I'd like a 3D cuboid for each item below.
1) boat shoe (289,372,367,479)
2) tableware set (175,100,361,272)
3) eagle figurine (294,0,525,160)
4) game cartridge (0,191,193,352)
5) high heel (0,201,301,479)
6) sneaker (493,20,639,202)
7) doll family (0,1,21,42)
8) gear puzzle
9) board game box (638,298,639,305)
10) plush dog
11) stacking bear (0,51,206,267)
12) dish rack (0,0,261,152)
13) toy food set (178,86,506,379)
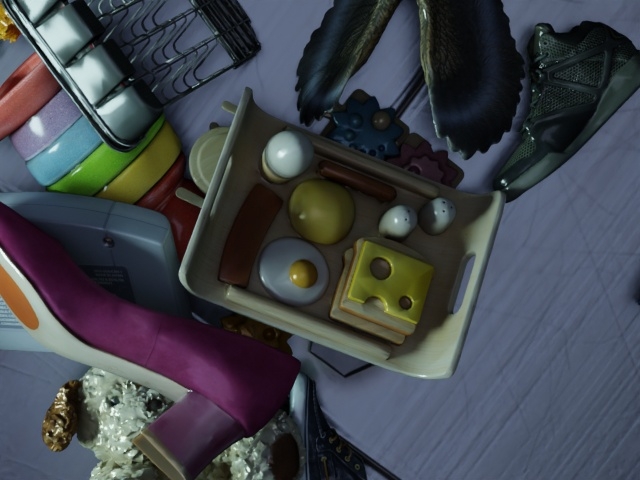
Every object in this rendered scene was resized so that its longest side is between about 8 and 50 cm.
[{"bbox_3d":[0.009,0.235,1.869,0.083,0.065,0.183,-4,101,-3],"label":"boat shoe"},{"bbox_3d":[-0.053,-0.052,1.783,0.194,0.039,0.128,29,69,-7],"label":"tableware set"},{"bbox_3d":[0.096,-0.260,1.765,0.225,0.226,0.298,-9,117,-26],"label":"eagle figurine"},{"bbox_3d":[-0.288,0.037,1.778,0.294,0.060,0.196,2,135,13],"label":"game cartridge"},{"bbox_3d":[-0.197,0.063,1.713,0.181,0.127,0.377,-43,99,-23],"label":"high heel"},{"bbox_3d":[0.246,-0.152,1.825,0.130,0.087,0.227,42,90,-2],"label":"sneaker"},{"bbox_3d":[-0.352,-0.301,1.777,0.163,0.118,0.263,45,95,9],"label":"doll family"},{"bbox_3d":[0.000,0.000,1.820,0.175,0.044,0.339,39,81,-3],"label":"gear puzzle"},{"bbox_3d":[0.558,0.004,1.837,0.308,0.086,0.302,26,94,-2],"label":"board game box"},{"bbox_3d":[-0.179,0.224,1.828,0.262,0.210,0.225,-22,79,-24],"label":"plush dog"},{"bbox_3d":[-0.218,-0.077,1.792,0.164,0.175,0.289,-31,110,39],"label":"stacking bear"},{"bbox_3d":[-0.184,-0.230,1.748,0.074,0.271,0.208,-33,95,36],"label":"dish rack"},{"bbox_3d":[0.027,-0.007,1.722,0.306,0.092,0.219,21,70,-10],"label":"toy food set"}]
